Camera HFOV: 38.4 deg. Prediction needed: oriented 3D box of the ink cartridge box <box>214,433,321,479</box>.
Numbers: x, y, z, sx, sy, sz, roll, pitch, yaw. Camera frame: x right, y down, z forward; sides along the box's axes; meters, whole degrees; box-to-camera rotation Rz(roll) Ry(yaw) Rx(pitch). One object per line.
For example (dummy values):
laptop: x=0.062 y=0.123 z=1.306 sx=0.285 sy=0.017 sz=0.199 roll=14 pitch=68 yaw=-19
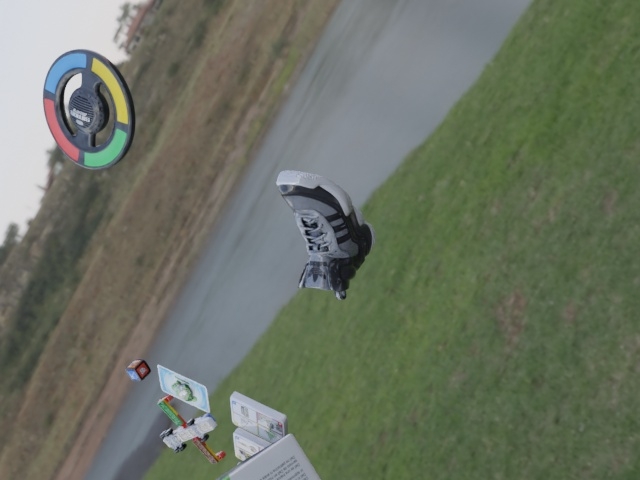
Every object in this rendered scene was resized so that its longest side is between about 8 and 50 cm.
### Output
ink cartridge box: x=-0.051 y=0.387 z=0.966 sx=0.211 sy=0.289 sz=0.121 roll=-25 pitch=-11 yaw=-44

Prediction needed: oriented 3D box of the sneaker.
sneaker: x=0.000 y=0.000 z=1.537 sx=0.101 sy=0.268 sz=0.153 roll=3 pitch=65 yaw=34

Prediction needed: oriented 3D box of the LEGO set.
LEGO set: x=-0.135 y=0.227 z=1.169 sx=0.060 sy=0.244 sz=0.182 roll=-48 pitch=-32 yaw=-42

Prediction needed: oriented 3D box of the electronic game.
electronic game: x=-0.439 y=-0.246 z=1.736 sx=0.048 sy=0.229 sz=0.229 roll=-29 pitch=-23 yaw=-54
